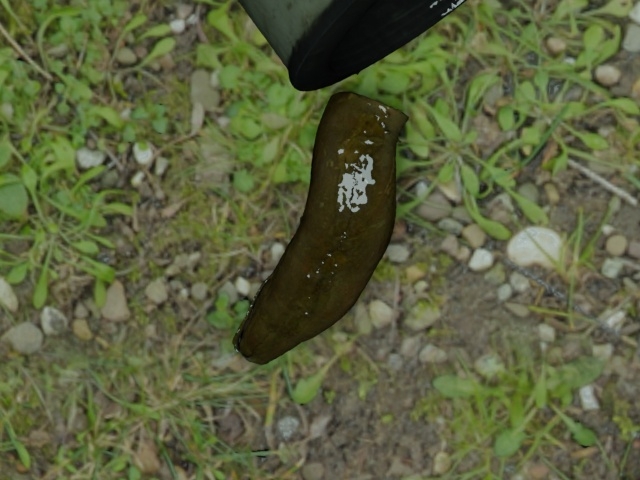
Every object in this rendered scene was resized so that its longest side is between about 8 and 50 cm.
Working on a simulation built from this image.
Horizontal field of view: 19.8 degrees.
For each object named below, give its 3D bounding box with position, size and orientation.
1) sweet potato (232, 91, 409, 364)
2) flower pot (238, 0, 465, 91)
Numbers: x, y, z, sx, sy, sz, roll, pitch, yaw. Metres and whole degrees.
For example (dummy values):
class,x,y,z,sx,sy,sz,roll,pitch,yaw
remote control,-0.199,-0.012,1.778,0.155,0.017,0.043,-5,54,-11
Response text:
class,x,y,z,sx,sy,sz,roll,pitch,yaw
sweet potato,0.005,0.000,1.618,0.112,0.085,0.286,50,129,38
flower pot,0.004,-0.330,1.429,0.293,0.293,0.330,-39,84,21
